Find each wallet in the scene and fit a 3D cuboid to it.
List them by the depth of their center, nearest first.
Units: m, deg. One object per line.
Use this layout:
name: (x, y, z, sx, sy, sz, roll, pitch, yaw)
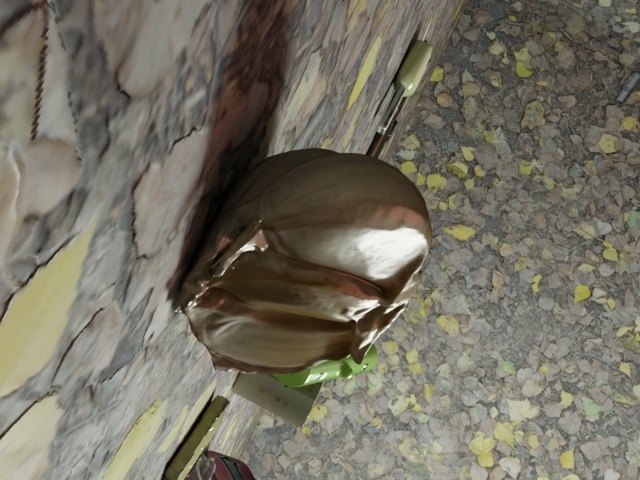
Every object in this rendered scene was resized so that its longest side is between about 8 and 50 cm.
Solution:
wallet: (0.162, -0.273, 1.594, 0.232, 0.031, 0.122, -66, 173, 16)

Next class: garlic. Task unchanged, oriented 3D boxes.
garlic: (-0.019, 0.004, 0.529, 0.229, 0.177, 0.143, -45, -140, 39)

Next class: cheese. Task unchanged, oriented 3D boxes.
cheese: (0.175, -0.322, 1.350, 0.235, 0.049, 0.127, -61, 178, -12)

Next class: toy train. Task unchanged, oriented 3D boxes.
toy train: (-0.006, 0.182, 1.087, 0.253, 0.157, 0.105, 5, 116, -55)

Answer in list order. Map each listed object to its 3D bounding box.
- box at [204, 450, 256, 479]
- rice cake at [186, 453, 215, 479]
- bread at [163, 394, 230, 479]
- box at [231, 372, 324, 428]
box: (-0.240, 0.604, 1.206, 0.370, 0.112, 0.190, -63, -159, -4)
rice cake: (-0.245, 0.481, 1.115, 0.270, 0.048, 0.055, -65, -163, 16)
bread: (-0.179, 0.294, 0.934, 0.154, 0.028, 0.068, -56, 171, -53)
box: (-0.069, 0.267, 1.276, 0.067, 0.149, 0.233, -61, 176, 9)
